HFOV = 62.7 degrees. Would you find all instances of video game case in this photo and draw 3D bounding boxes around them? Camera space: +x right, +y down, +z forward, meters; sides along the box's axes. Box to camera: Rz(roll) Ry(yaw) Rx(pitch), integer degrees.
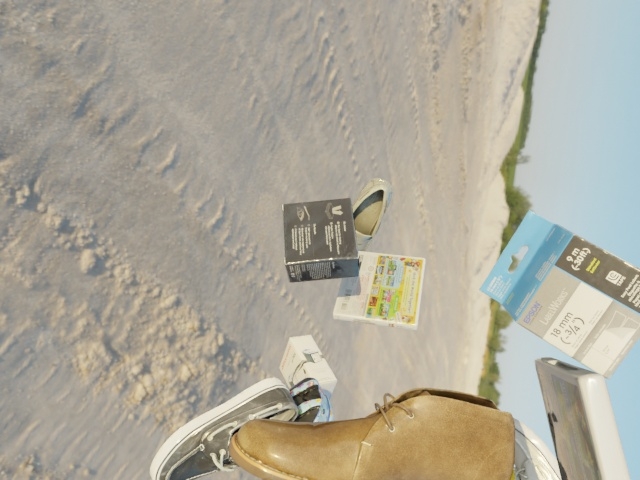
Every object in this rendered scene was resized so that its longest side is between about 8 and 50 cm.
[{"bbox_3d":[0.387,0.343,0.751,0.300,0.036,0.329,34,46,-75],"label":"video game case"},{"bbox_3d":[0.155,0.121,1.341,0.227,0.206,0.026,-71,162,-44],"label":"video game case"}]

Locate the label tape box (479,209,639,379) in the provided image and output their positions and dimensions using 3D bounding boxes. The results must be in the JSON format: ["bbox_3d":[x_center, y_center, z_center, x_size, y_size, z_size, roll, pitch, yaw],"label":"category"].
[{"bbox_3d":[0.561,0.114,1.197,0.241,0.333,0.106,-62,159,14],"label":"label tape box"}]

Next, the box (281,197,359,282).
[{"bbox_3d":[0.000,0.000,1.155,0.093,0.158,0.156,83,3,-58],"label":"box"}]

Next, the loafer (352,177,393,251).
[{"bbox_3d":[0.101,-0.030,1.490,0.320,0.111,0.111,-64,179,18],"label":"loafer"}]

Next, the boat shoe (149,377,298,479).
[{"bbox_3d":[-0.177,0.385,0.999,0.301,0.102,0.108,-29,126,-15],"label":"boat shoe"}]

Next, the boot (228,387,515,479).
[{"bbox_3d":[0.061,0.201,0.548,0.112,0.305,0.115,-148,-111,-77],"label":"boot"}]

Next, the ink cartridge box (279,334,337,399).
[{"bbox_3d":[-0.040,0.400,1.575,0.082,0.191,0.140,-3,126,-31],"label":"ink cartridge box"}]

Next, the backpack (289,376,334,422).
[{"bbox_3d":[-0.039,0.389,1.122,0.117,0.173,0.158,41,12,-24],"label":"backpack"}]

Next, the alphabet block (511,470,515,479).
[{"bbox_3d":[0.655,0.791,1.566,0.193,0.197,0.193,126,-29,-50],"label":"alphabet block"}]

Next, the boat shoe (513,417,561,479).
[{"bbox_3d":[0.473,0.520,1.153,0.088,0.268,0.096,-24,156,-22],"label":"boat shoe"}]
